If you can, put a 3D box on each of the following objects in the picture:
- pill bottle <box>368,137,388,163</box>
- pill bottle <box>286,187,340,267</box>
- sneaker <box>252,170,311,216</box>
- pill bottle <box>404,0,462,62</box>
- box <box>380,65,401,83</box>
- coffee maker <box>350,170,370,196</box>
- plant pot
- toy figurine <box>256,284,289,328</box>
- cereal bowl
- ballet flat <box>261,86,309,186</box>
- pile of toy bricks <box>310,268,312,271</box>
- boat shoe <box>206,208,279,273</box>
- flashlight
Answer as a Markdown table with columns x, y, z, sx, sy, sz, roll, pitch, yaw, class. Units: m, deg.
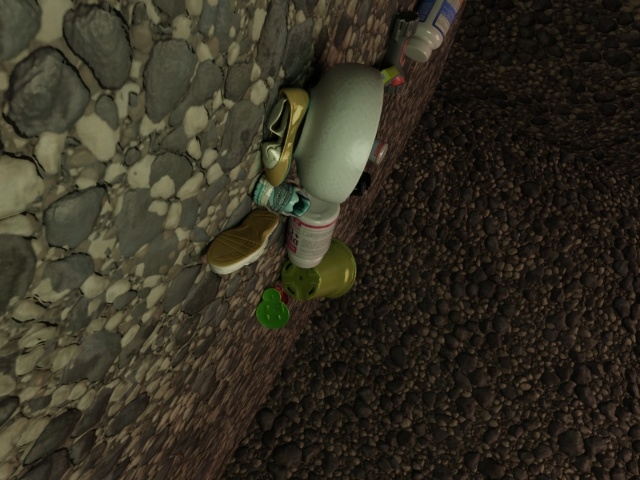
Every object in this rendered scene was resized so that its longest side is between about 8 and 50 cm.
| x | y | z | sx | sy | sz | roll | pitch | yaw | class |
| --- | --- | --- | --- | --- | --- | --- | --- | --- | --- |
| 0.172 | -0.365 | 1.651 | 0.087 | 0.160 | 0.087 | -60 | 170 | -18 | pill bottle |
| -0.035 | -0.035 | 1.469 | 0.160 | 0.160 | 0.283 | -55 | 167 | -36 | pill bottle |
| -0.083 | -0.102 | 1.155 | 0.110 | 0.122 | 0.283 | -64 | 170 | 8 | sneaker |
| 0.442 | -0.870 | 1.718 | 0.272 | 0.152 | 0.152 | -62 | 170 | 3 | pill bottle |
| 0.222 | -0.579 | 1.551 | 0.109 | 0.042 | 0.178 | -33 | -171 | 33 | box |
| 0.183 | -0.293 | 2.021 | 0.171 | 0.120 | 0.178 | -65 | 170 | 11 | coffee maker |
| -0.026 | 0.135 | 1.783 | 0.254 | 0.276 | 0.276 | -17 | 135 | -60 | plant pot |
| -0.178 | 0.237 | 1.708 | 0.159 | 0.130 | 0.173 | -74 | 163 | -70 | toy figurine |
| 0.017 | -0.264 | 1.024 | 0.339 | 0.141 | 0.339 | -166 | -90 | -75 | cereal bowl |
| -0.096 | -0.231 | 0.956 | 0.073 | 0.080 | 0.232 | -5 | 124 | -45 | ballet flat |
| -0.055 | 0.132 | 2.054 | 0.212 | 0.118 | 0.105 | -45 | 139 | -6 | pile of toy bricks |
| -0.183 | 0.019 | 1.037 | 0.277 | 0.098 | 0.096 | -49 | 163 | -57 | boat shoe |
| 0.294 | -0.695 | 1.590 | 0.304 | 0.103 | 0.103 | 101 | -7 | -56 | flashlight |
